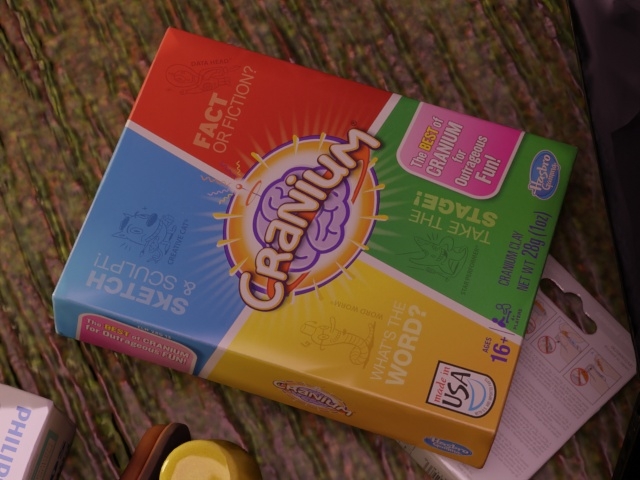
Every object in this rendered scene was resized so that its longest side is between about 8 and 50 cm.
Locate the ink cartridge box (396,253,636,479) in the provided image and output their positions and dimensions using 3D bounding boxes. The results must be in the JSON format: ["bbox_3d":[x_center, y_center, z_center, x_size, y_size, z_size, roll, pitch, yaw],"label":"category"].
[{"bbox_3d":[0.129,0.095,1.354,0.179,0.045,0.145,-39,78,-25],"label":"ink cartridge box"}]

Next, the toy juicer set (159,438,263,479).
[{"bbox_3d":[-0.099,0.307,1.218,0.209,0.089,0.329,36,82,14],"label":"toy juicer set"}]

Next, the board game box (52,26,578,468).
[{"bbox_3d":[0.000,0.000,1.327,0.317,0.064,0.242,17,62,5],"label":"board game box"}]

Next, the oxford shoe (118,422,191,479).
[{"bbox_3d":[-0.161,0.214,1.309,0.076,0.076,0.212,24,75,24],"label":"oxford shoe"}]

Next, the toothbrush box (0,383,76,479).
[{"bbox_3d":[-0.347,0.175,1.293,0.296,0.126,0.216,19,78,4],"label":"toothbrush box"}]

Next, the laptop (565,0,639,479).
[{"bbox_3d":[0.352,-0.019,1.201,0.382,0.408,0.236,-12,64,-4],"label":"laptop"}]
